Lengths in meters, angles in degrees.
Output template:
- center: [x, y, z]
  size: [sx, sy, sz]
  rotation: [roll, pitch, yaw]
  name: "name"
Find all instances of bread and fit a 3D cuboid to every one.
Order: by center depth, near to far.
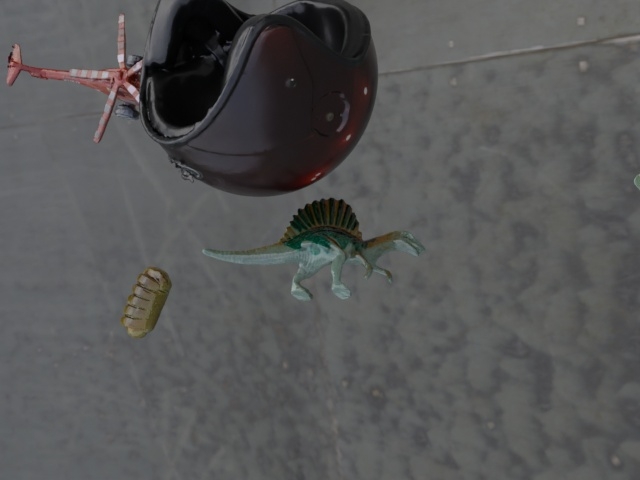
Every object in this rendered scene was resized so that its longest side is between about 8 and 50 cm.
- center: [-0.209, 0.072, 1.047]
  size: [0.049, 0.034, 0.088]
  rotation: [18, 80, 35]
  name: "bread"

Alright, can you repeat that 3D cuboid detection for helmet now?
- center: [-0.052, -0.135, 0.780]
  size: [0.189, 0.216, 0.193]
  rotation: [36, 155, 49]
  name: "helmet"

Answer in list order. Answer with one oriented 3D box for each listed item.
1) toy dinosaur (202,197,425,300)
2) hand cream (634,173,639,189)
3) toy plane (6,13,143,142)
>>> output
- center: [-0.001, 0.002, 0.815]
  size: [0.187, 0.106, 0.044]
  rotation: [17, 148, 10]
  name: "toy dinosaur"
- center: [0.730, -0.162, 1.642]
  size: [0.147, 0.306, 0.093]
  rotation: [46, 171, -5]
  name: "hand cream"
- center: [-0.225, -0.154, 0.901]
  size: [0.194, 0.077, 0.126]
  rotation: [-10, 81, 18]
  name: "toy plane"
